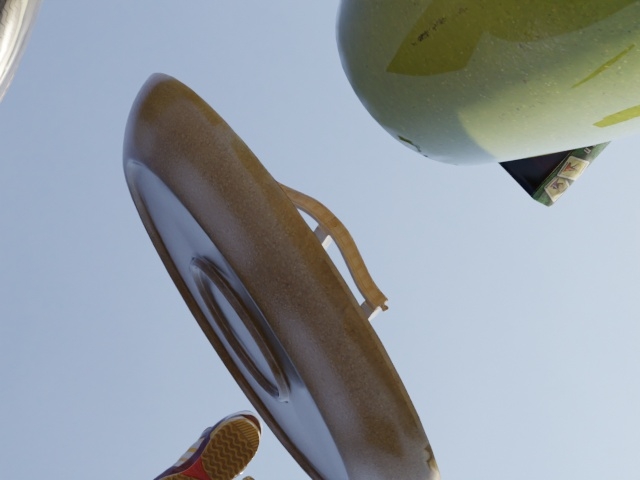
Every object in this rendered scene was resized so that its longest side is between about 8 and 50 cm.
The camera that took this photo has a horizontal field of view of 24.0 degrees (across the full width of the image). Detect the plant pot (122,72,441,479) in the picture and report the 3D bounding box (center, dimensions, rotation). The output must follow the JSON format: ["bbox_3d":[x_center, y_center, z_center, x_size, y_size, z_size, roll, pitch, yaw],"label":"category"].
[{"bbox_3d":[-0.027,0.034,0.680,0.236,0.032,0.236,52,166,18],"label":"plant pot"}]

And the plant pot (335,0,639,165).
[{"bbox_3d":[0.136,-0.162,0.769,0.274,0.293,0.275,15,-120,-27],"label":"plant pot"}]

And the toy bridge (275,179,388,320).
[{"bbox_3d":[0.000,0.000,1.455,0.188,0.063,0.026,46,-129,10],"label":"toy bridge"}]

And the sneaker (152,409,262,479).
[{"bbox_3d":[-0.138,0.269,1.737,0.069,0.185,0.084,50,-173,-2],"label":"sneaker"}]

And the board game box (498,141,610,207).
[{"bbox_3d":[0.205,-0.159,1.052,0.030,0.260,0.136,30,-163,-44],"label":"board game box"}]

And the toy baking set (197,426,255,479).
[{"bbox_3d":[-0.146,0.337,1.867,0.030,0.197,0.256,33,157,40],"label":"toy baking set"}]

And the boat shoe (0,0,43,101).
[{"bbox_3d":[-0.139,-0.203,0.717,0.132,0.355,0.130,37,-145,19],"label":"boat shoe"}]
